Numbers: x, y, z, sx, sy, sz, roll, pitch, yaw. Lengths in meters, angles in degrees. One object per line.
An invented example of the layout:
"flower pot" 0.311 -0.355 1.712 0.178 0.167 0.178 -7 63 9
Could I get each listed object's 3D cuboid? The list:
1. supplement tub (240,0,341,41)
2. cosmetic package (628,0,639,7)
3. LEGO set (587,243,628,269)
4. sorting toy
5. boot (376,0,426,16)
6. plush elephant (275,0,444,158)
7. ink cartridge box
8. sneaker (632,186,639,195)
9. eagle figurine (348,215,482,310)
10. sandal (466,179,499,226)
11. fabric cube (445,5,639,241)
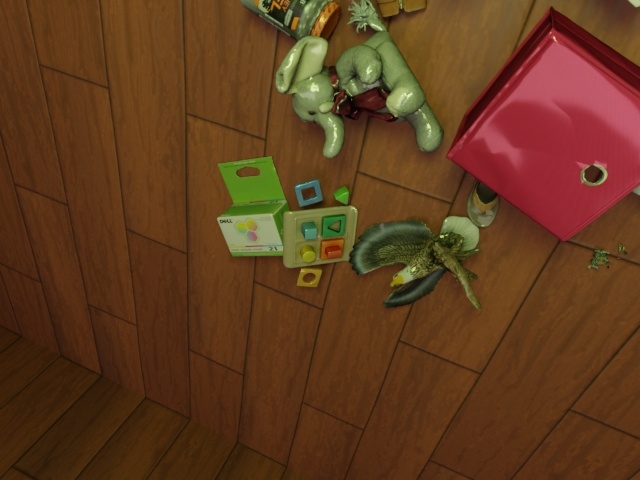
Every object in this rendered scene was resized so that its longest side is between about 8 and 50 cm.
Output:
"supplement tub" -0.060 -0.487 0.953 0.190 0.117 0.117 33 129 2
"cosmetic package" 0.521 -0.537 0.619 0.197 0.155 0.365 42 130 -1
"LEGO set" 0.633 0.036 1.037 0.083 0.023 0.054 -19 115 20
"sorting toy" 0.000 0.000 1.241 0.196 0.047 0.347 -5 126 -11
"boot" 0.184 -0.510 0.860 0.197 0.073 0.152 -1 128 26
"plush elephant" 0.054 -0.292 0.938 0.255 0.272 0.330 -30 79 18
"ink cartridge box" -0.193 -0.088 1.296 0.189 0.097 0.255 -2 121 27
"sneaker" 0.729 -0.084 0.876 0.258 0.094 0.091 19 109 8
"eagle figurine" 0.235 0.060 1.164 0.298 0.225 0.226 167 106 -64
"sandal" 0.374 -0.105 1.044 0.072 0.049 0.180 19 127 13
"fabric cube" 0.418 -0.209 0.820 0.258 0.259 0.254 36 130 0
